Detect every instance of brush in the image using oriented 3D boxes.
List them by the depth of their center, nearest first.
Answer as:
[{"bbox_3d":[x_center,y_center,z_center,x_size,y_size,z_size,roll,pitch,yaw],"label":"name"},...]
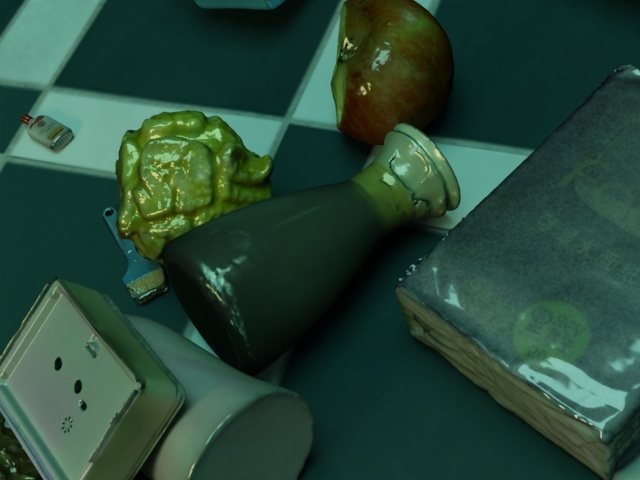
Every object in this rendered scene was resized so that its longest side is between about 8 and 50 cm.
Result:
[{"bbox_3d":[-0.235,0.014,1.446,0.051,0.014,0.164,-29,52,-9],"label":"brush"}]

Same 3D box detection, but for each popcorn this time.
[{"bbox_3d":[-0.161,-0.061,1.389,0.167,0.187,0.185,6,31,-30],"label":"popcorn"}]

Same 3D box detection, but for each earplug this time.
[{"bbox_3d":[-0.171,0.168,1.238,0.301,0.172,0.172,28,65,37],"label":"earplug"}]

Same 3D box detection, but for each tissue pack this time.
[{"bbox_3d":[0.313,0.017,1.237,0.394,0.124,0.288,-42,56,-17],"label":"tissue pack"}]

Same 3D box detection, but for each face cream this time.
[{"bbox_3d":[-0.377,-0.151,1.597,0.083,0.021,0.040,28,64,30],"label":"face cream"}]

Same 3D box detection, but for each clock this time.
[{"bbox_3d":[-0.236,0.147,1.153,0.192,0.071,0.147,41,102,41],"label":"clock"}]

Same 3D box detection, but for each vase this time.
[{"bbox_3d":[0.000,0.000,1.315,0.321,0.173,0.173,-32,53,-18],"label":"vase"}]

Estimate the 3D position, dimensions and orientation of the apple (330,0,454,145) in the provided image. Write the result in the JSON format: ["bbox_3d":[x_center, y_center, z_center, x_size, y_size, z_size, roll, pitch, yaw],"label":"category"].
[{"bbox_3d":[0.083,-0.213,1.434,0.160,0.173,0.195,-10,56,9],"label":"apple"}]

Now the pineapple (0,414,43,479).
[{"bbox_3d":[-0.294,0.290,1.152,0.362,0.202,0.202,19,60,17],"label":"pineapple"}]

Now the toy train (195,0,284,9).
[{"bbox_3d":[-0.108,-0.476,1.601,0.188,0.300,0.265,9,42,37],"label":"toy train"}]
